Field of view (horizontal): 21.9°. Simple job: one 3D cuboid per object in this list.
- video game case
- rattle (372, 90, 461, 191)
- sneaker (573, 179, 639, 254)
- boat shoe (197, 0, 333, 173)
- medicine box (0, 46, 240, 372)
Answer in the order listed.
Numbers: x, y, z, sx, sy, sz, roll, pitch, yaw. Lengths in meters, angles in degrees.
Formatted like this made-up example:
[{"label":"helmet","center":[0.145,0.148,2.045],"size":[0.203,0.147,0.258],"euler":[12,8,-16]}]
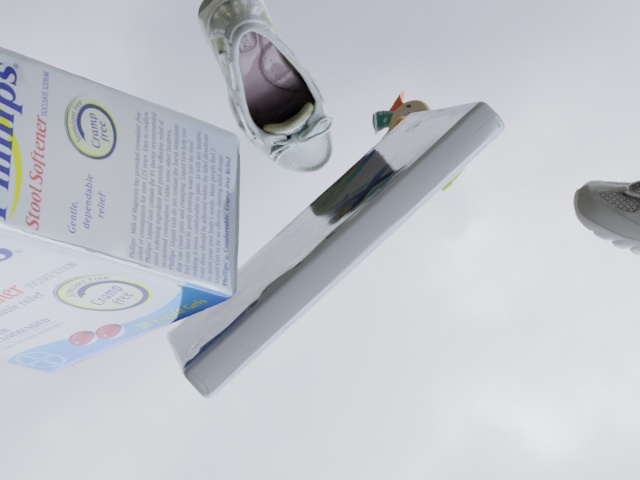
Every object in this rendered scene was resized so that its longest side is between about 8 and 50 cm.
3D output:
[{"label":"video game case","center":[0.000,0.000,1.461],"size":[0.329,0.036,0.300],"euler":[-43,-173,-4]},{"label":"rattle","center":[0.088,-0.147,2.025],"size":[0.130,0.143,0.199],"euler":[-42,-138,26]},{"label":"sneaker","center":[0.417,-0.049,1.795],"size":[0.281,0.115,0.105],"euler":[4,-149,4]},{"label":"boat shoe","center":[-0.060,-0.189,2.134],"size":[0.118,0.320,0.103],"euler":[-27,-135,-2]},{"label":"medicine box","center":[-0.256,-0.019,1.320],"size":[0.263,0.289,0.149],"euler":[-24,-121,44]}]
